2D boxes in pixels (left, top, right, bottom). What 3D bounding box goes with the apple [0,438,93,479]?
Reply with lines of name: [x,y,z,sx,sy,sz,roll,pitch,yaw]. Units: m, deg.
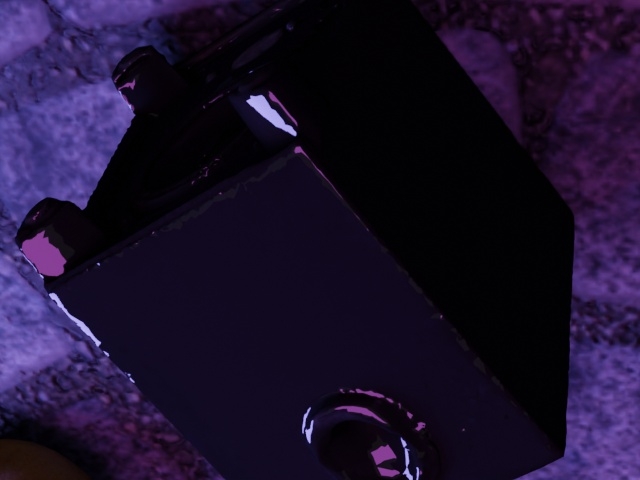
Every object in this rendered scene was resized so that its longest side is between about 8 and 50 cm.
apple: [-0.237,0.239,1.086,0.182,0.155,0.182,5,126,7]

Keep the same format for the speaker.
speaker: [0.000,0.000,0.811,0.184,0.232,0.254,-29,115,28]
